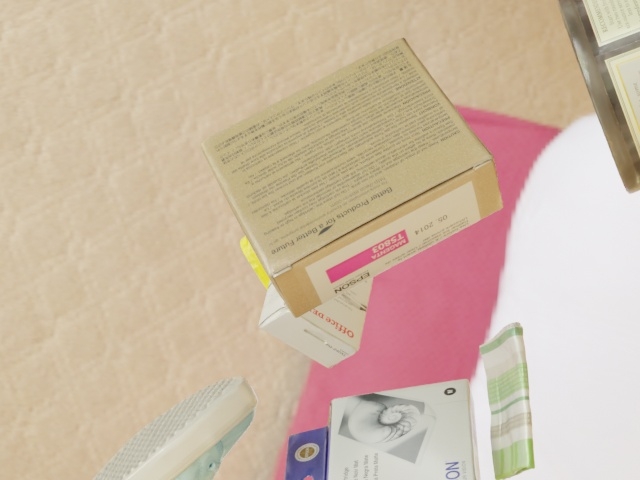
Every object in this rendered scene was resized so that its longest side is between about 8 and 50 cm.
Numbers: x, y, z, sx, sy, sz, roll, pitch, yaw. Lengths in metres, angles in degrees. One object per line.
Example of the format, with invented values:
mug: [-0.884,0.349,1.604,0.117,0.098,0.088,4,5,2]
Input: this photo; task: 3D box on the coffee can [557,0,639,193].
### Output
coffee can: [0.384,-0.182,1.215,0.201,0.275,0.201,-19,90,-76]

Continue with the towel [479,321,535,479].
towel: [0.196,0.172,1.381,0.023,0.113,0.152,0,72,-8]

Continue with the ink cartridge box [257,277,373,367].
ink cartridge box: [-0.002,0.058,1.533,0.109,0.063,0.150,32,48,-21]

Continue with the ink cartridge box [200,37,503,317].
ink cartridge box: [0.028,-0.064,1.267,0.234,0.193,0.088,-27,144,-3]

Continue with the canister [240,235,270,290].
canister: [0.000,0.000,1.664,0.126,0.170,0.073,56,19,8]

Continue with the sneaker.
sneaker: [-0.183,0.310,1.426,0.366,0.135,0.150,-44,104,-6]

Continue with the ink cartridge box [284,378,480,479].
ink cartridge box: [0.060,0.246,1.410,0.223,0.224,0.045,-87,162,-58]
